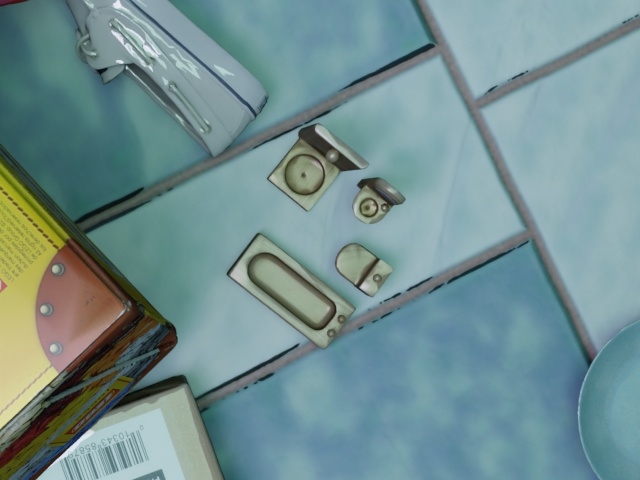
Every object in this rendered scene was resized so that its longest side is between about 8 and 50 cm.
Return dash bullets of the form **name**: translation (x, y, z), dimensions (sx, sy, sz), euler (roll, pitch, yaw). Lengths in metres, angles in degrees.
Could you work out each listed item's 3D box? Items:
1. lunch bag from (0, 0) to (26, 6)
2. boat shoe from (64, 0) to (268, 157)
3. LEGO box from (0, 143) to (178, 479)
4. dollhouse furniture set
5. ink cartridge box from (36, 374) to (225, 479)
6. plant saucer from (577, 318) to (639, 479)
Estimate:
- **lunch bag**: translation (-0.327, -0.313, 1.196), dimensions (0.293, 0.258, 0.120), euler (47, 117, 7)
- **boat shoe**: translation (-0.173, -0.178, 1.330), dimensions (0.267, 0.096, 0.088), euler (39, 81, -15)
- **LEGO box**: translation (-0.354, -0.050, 1.121), dimensions (0.193, 0.372, 0.500), euler (-43, 85, -5)
- **dollhouse furniture set**: translation (0.000, 0.000, 1.339), dimensions (0.144, 0.123, 0.151), euler (39, 86, -7)
- **ink cartridge box**: translation (-0.198, 0.250, 1.335), dimensions (0.235, 0.088, 0.193), euler (-20, 93, -8)
- **plant saucer**: translation (0.335, 0.164, 1.435), dimensions (0.195, 0.037, 0.195), euler (0, 92, -8)
